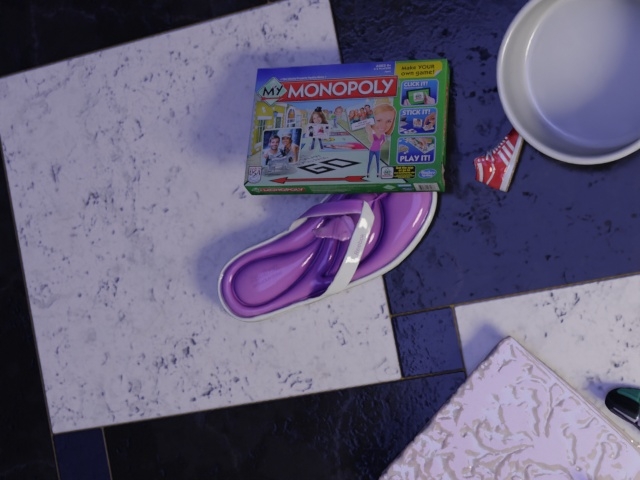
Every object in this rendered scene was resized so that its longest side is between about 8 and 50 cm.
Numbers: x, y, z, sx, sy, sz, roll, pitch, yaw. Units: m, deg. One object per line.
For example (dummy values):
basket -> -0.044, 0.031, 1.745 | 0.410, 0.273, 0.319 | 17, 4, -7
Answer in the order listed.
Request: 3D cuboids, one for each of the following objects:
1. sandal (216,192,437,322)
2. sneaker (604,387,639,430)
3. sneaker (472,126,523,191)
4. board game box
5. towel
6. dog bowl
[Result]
sandal -> 0.009, 0.013, 1.587 | 0.416, 0.102, 0.169 | -35, 82, 13
sneaker -> 0.523, 0.302, 1.462 | 0.223, 0.083, 0.098 | 22, 121, 25
sneaker -> 0.279, -0.141, 1.540 | 0.067, 0.042, 0.119 | 18, 98, 11
board game box -> 0.043, -0.180, 1.571 | 0.317, 0.046, 0.214 | -1, 71, 16
towel -> 0.305, 0.367, 1.535 | 0.317, 0.053, 0.332 | 43, 101, 12
dog bowl -> 0.398, -0.248, 1.434 | 0.264, 0.104, 0.265 | 8, 106, 29
